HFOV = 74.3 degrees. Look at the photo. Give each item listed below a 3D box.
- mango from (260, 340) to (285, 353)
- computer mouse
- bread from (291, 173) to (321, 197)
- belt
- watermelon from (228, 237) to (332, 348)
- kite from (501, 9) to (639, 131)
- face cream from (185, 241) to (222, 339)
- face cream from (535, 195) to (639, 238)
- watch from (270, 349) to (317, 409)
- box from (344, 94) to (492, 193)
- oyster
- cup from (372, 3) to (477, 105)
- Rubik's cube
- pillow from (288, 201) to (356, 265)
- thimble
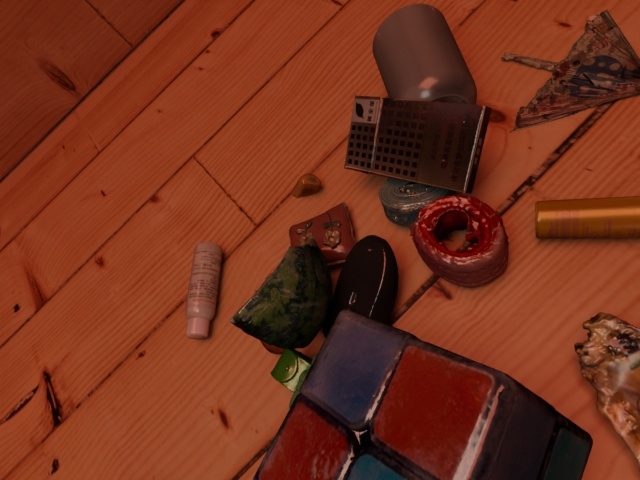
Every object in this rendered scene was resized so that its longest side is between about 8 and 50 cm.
[{"bbox_3d":[-0.122,0.221,1.023,0.127,0.063,0.077,35,91,36],"label":"mango"},{"bbox_3d":[0.101,0.124,0.940,0.138,0.087,0.269,19,89,47],"label":"computer mouse"},{"bbox_3d":[-0.039,-0.153,1.195,0.062,0.103,0.049,6,73,-17],"label":"bread"},{"bbox_3d":[0.227,-0.100,1.000,0.163,0.082,0.147,20,65,38],"label":"belt"},{"bbox_3d":[-0.068,0.115,0.891,0.180,0.305,0.223,-3,99,11],"label":"watermelon"},{"bbox_3d":[0.602,-0.405,1.009,0.369,0.014,0.406,35,83,36],"label":"kite"},{"bbox_3d":[-0.324,0.138,1.163,0.082,0.082,0.268,-12,59,22],"label":"face cream"},{"bbox_3d":[0.559,-0.044,0.796,0.274,0.078,0.078,-1,64,28],"label":"face cream"},{"bbox_3d":[-0.021,0.304,0.895,0.152,0.165,0.131,12,70,58],"label":"watch"},{"bbox_3d":[0.202,-0.225,0.958,0.325,0.047,0.180,20,109,38],"label":"box"},{"bbox_3d":[0.552,0.260,0.636,0.201,0.107,0.354,-39,63,29],"label":"oyster"},{"bbox_3d":[0.264,-0.421,1.081,0.206,0.205,0.311,-20,59,17],"label":"cup"},{"bbox_3d":[0.150,0.327,0.624,0.314,0.316,0.318,12,71,52],"label":"Rubik's cube"},{"bbox_3d":[0.000,0.000,1.069,0.179,0.075,0.171,-22,57,18],"label":"pillow"},{"bbox_3d":[0.296,0.000,0.884,0.190,0.125,0.163,36,83,36],"label":"thimble"}]
